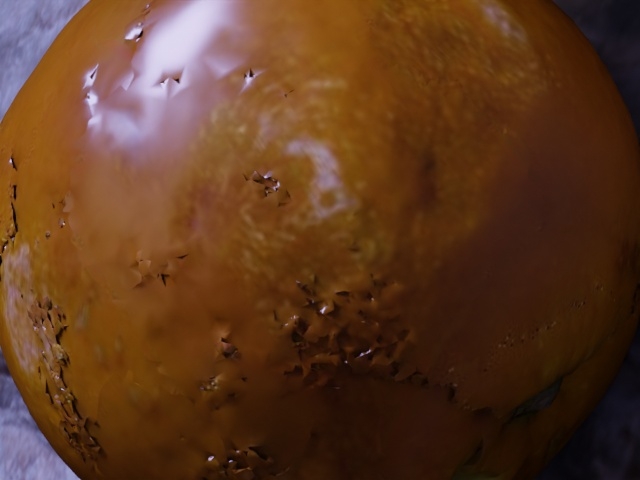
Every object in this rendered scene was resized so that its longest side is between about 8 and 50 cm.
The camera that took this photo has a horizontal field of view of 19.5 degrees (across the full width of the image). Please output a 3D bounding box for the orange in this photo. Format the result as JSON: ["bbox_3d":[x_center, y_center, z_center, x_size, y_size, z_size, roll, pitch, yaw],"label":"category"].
[{"bbox_3d":[0.000,0.000,0.663,0.240,0.240,0.240,-33,49,48],"label":"orange"}]
